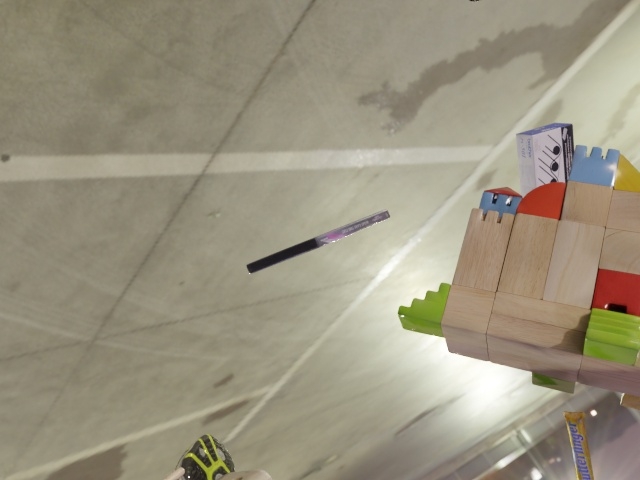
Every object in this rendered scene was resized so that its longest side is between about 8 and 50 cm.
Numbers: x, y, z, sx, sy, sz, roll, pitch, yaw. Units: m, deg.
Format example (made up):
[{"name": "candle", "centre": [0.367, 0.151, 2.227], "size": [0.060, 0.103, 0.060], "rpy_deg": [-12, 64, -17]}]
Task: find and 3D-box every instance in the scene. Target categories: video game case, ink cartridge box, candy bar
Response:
[{"name": "video game case", "centre": [0.000, 0.000, 1.592], "size": [0.196, 0.026, 0.274], "rpy_deg": [-22, 180, 38]}, {"name": "ink cartridge box", "centre": [0.411, -0.100, 1.365], "size": [0.097, 0.207, 0.046], "rpy_deg": [-18, -161, -24]}, {"name": "candy bar", "centre": [0.505, 0.411, 1.473], "size": [0.040, 0.162, 0.018], "rpy_deg": [-11, 177, 33]}]

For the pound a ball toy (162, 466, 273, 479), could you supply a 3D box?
[{"name": "pound a ball toy", "centre": [-0.204, 0.504, 1.381], "size": [0.135, 0.208, 0.319], "rpy_deg": [-12, -178, 28]}]

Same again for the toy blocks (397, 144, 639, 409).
[{"name": "toy blocks", "centre": [0.307, 0.020, 0.832], "size": [0.191, 0.381, 0.261], "rpy_deg": [62, 43, -59]}]

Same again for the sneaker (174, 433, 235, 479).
[{"name": "sneaker", "centre": [-0.295, 0.563, 1.610], "size": [0.147, 0.145, 0.385], "rpy_deg": [-34, -165, 23]}]
